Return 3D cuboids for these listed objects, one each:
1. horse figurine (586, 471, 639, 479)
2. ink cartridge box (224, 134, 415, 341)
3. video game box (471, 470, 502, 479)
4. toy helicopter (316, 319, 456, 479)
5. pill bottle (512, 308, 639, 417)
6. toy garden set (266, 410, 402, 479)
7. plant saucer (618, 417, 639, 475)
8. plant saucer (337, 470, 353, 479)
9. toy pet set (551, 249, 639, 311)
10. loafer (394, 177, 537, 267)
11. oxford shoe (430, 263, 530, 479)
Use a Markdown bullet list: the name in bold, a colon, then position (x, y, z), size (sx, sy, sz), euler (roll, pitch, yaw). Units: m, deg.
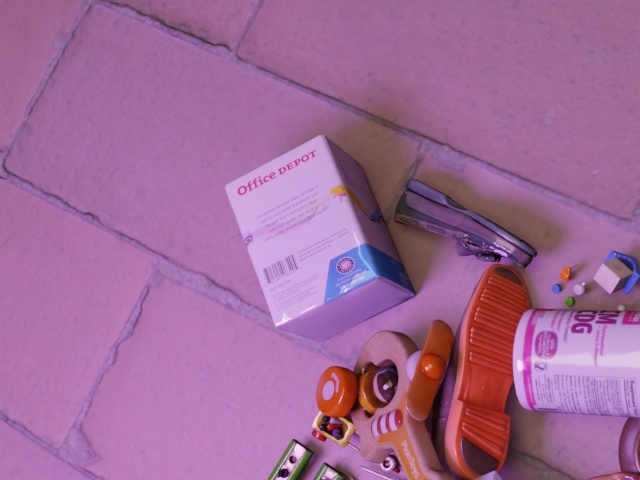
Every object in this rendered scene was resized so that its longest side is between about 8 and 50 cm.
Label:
- **horse figurine**: position (0.414, 0.431, 1.758), size (0.263, 0.066, 0.174), euler (-39, 69, 16)
- **ink cartridge box**: position (0.000, 0.000, 1.959), size (0.198, 0.197, 0.270), euler (-27, 69, 16)
- **video game box**: position (0.234, 0.463, 1.758), size (0.205, 0.048, 0.187), euler (-31, 98, 33)
- **toy helicopter**: position (0.141, 0.276, 1.772), size (0.235, 0.140, 0.355), euler (-55, 36, 27)
- **pill bottle**: position (0.447, 0.184, 1.744), size (0.283, 0.160, 0.160), euler (0, 78, 25)
- **toy garden set**: position (0.043, 0.403, 1.904), size (0.244, 0.049, 0.203), euler (33, 95, 17)
- **plant saucer**: position (0.548, 0.322, 1.745), size (0.199, 0.036, 0.198), euler (-5, 76, 21)
- **plant saucer**: position (0.028, 0.430, 1.947), size (0.083, 0.015, 0.083), euler (-5, 77, 21)
- **toy pet set**: position (0.451, 0.070, 1.843), size (0.122, 0.065, 0.114), euler (47, 135, 27)
- **loafer**: position (0.237, -0.011, 1.925), size (0.267, 0.096, 0.084), euler (33, 95, 35)
- **oxford shoe**: position (0.240, 0.208, 1.852), size (0.133, 0.130, 0.363), euler (-28, 40, 59)
